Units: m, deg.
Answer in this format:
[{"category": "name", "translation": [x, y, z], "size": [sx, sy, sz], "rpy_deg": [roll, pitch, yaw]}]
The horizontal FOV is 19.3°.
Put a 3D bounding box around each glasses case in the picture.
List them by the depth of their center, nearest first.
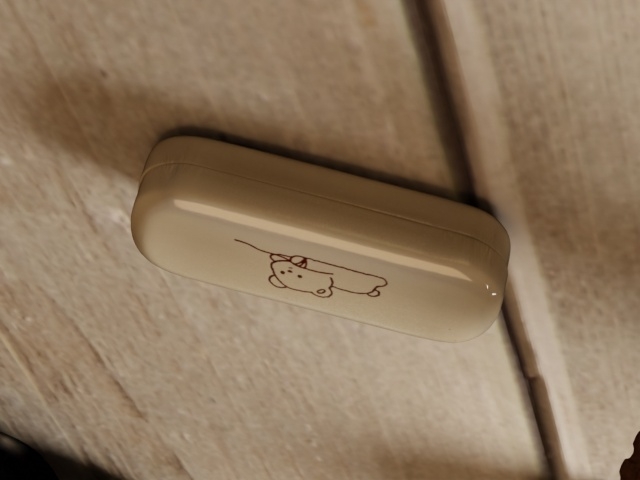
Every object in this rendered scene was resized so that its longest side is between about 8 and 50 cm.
[{"category": "glasses case", "translation": [0.000, 0.000, 0.971], "size": [0.196, 0.050, 0.083], "rpy_deg": [14, 146, 2]}]

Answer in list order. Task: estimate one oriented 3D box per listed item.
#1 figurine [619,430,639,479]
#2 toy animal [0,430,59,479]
[{"category": "figurine", "translation": [0.340, 0.171, 0.970], "size": [0.382, 0.261, 0.186], "rpy_deg": [27, 104, -19]}, {"category": "toy animal", "translation": [-0.194, 0.238, 1.306], "size": [0.235, 0.165, 0.187], "rpy_deg": [32, 127, -21]}]
